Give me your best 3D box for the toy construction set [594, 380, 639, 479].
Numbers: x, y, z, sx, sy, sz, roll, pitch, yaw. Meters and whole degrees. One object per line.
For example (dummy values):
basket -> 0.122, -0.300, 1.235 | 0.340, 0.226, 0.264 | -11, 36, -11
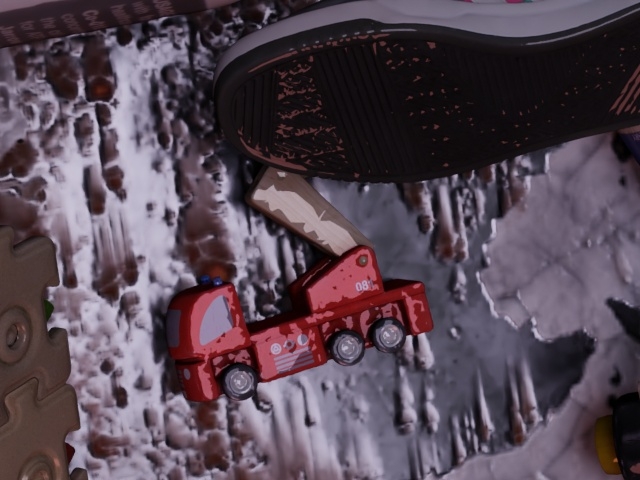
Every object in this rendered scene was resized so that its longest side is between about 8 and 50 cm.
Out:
toy construction set -> 0.299, 0.140, 0.920 | 0.309, 0.257, 0.237 | -3, 73, -42

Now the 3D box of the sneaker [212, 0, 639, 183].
sneaker -> 0.078, -0.141, 0.862 | 0.295, 0.178, 0.124 | -10, 137, -8

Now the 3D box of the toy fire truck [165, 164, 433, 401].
toy fire truck -> 0.000, 0.000, 0.894 | 0.192, 0.047, 0.135 | -16, 95, -16

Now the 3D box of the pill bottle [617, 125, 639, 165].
pill bottle -> 0.245, -0.035, 0.947 | 0.094, 0.094, 0.169 | -38, 101, -14

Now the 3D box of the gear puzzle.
gear puzzle -> -0.182, 0.087, 0.764 | 0.175, 0.044, 0.339 | -34, 125, -53

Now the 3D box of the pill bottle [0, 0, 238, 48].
pill bottle -> -0.134, -0.188, 0.721 | 0.361, 0.204, 0.204 | -10, 94, 0
